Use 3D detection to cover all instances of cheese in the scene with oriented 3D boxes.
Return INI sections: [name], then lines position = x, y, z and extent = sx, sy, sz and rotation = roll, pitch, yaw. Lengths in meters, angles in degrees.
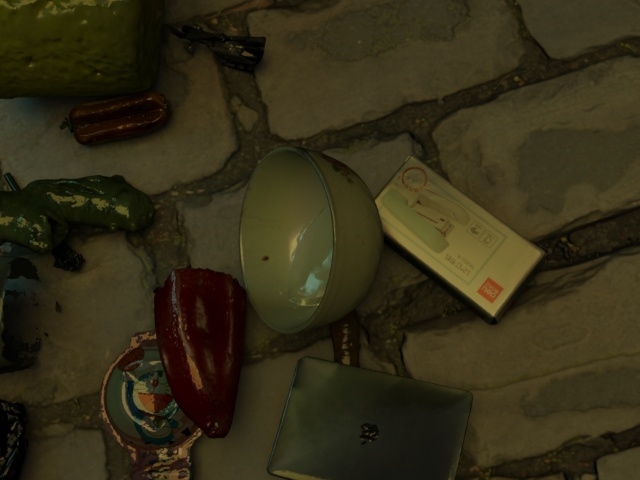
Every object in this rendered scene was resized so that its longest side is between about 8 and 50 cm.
[cheese]
position = -0.247, 0.278, 1.497
extent = 0.188, 0.074, 0.286
rotation = -6, 76, 6

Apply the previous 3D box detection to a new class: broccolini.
[broccolini]
position = -0.459, -0.033, 1.621
extent = 0.042, 0.044, 0.218
rotation = -41, 70, 11

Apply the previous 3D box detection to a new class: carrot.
[carrot]
position = 0.045, 0.207, 1.488
extent = 0.049, 0.049, 0.255
rotation = -8, 70, 4

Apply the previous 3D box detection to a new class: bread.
[bread]
position = -0.402, -0.395, 1.548
extent = 0.307, 0.348, 0.348
rotation = 1, 76, 1

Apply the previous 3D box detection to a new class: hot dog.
[hot dog]
position = -0.339, -0.205, 1.634
extent = 0.188, 0.055, 0.072
rotation = -9, 105, 9

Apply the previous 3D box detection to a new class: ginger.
[ginger]
position = -0.416, -0.040, 1.565
extent = 0.289, 0.089, 0.137
rotation = -12, 39, -21

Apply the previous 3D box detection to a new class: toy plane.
[toy plane]
position = -0.166, -0.330, 1.637
extent = 0.197, 0.078, 0.053
rotation = 17, 81, 22

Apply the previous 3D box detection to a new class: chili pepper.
[chili pepper]
position = -0.175, 0.166, 1.447
extent = 0.136, 0.144, 0.253
rotation = -9, 57, 3

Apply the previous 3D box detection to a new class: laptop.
[laptop]
position = 0.072, 0.280, 1.418
extent = 0.269, 0.015, 0.188
rotation = 11, 66, 14

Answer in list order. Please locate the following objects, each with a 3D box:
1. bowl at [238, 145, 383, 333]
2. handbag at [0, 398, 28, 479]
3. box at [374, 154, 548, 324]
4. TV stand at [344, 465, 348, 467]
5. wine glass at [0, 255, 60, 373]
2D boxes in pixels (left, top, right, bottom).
[bowl]
position = 0.000, 0.000, 1.466
extent = 0.145, 0.277, 0.277
rotation = 2, 73, -33
[handbag]
position = -0.557, 0.334, 1.491
extent = 0.207, 0.127, 0.229
rotation = 14, 70, 10
[box]
position = 0.205, -0.002, 1.513
extent = 0.269, 0.079, 0.135
rotation = 39, 84, 14
[TV stand]
position = 0.108, 0.449, 1.413
extent = 0.088, 0.083, 0.270
rotation = -17, 74, 3
[wine glass]
position = -0.602, 0.121, 1.517
extent = 0.356, 0.190, 0.191
rotation = -3, 76, 4
